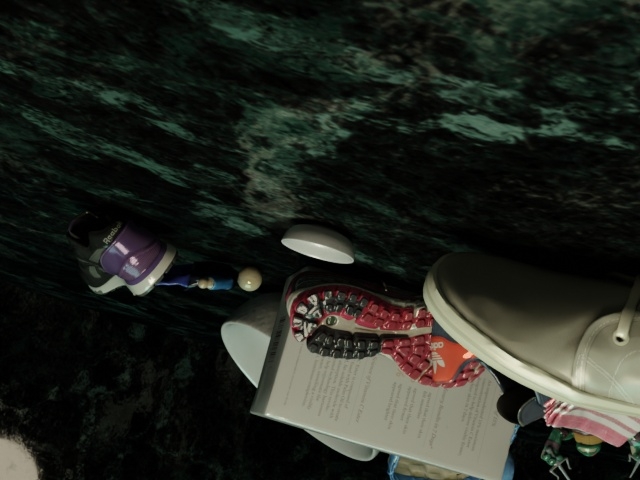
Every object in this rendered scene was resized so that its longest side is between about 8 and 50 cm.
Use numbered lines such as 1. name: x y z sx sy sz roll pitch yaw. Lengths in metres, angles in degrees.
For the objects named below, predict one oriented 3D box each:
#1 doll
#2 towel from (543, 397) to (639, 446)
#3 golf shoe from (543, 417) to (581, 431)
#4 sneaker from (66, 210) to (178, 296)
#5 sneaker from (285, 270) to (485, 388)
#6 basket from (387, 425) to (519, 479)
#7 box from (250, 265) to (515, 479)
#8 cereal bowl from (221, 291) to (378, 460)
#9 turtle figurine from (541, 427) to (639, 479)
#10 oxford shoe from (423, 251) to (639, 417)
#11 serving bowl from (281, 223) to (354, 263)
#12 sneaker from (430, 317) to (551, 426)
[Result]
1. doll: -0.182 0.054 1.517 0.189 0.046 0.129 0 -167 0
2. towel: 0.352 0.153 1.088 0.144 0.029 0.197 21 126 -34
3. golf shoe: 0.432 0.222 1.486 0.273 0.105 0.120 3 149 26
4. sneaker: -0.307 0.001 1.441 0.124 0.107 0.283 42 158 -21
5. sneaker: 0.099 0.101 1.318 0.299 0.120 0.112 18 -162 -18
6. basket: 0.227 0.363 1.728 0.201 0.254 0.289 7 -144 -24
7. box: 0.099 0.193 1.446 0.345 0.215 0.168 18 169 -8
8. cereal bowl: 0.001 0.206 1.692 0.339 0.141 0.339 34 156 18
9. turtle figurine: 0.440 0.311 1.654 0.175 0.118 0.234 -16 131 4
10. oxford shoe: 0.315 0.089 0.913 0.449 0.169 0.130 21 129 13
11. serving bowl: 0.000 0.000 1.120 0.083 0.027 0.083 15 168 3
12. sneaker: 0.288 0.155 1.171 0.350 0.148 0.131 17 169 -5
